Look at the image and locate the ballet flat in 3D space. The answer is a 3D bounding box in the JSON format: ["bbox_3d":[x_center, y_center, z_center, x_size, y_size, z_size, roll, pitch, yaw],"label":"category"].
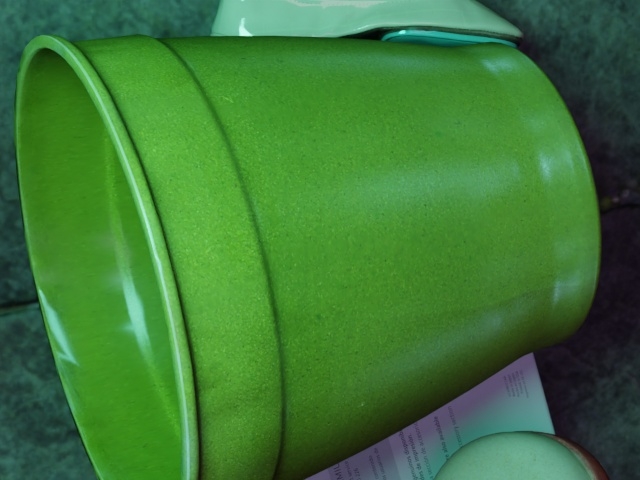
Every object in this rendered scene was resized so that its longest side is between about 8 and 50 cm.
[{"bbox_3d":[0.037,-0.179,1.412,0.248,0.086,0.086,-4,107,-13],"label":"ballet flat"}]

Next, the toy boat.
[{"bbox_3d":[0.157,0.262,1.417,0.151,0.151,0.231,9,106,-48],"label":"toy boat"}]

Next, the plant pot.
[{"bbox_3d":[0.000,0.000,1.325,0.353,0.366,0.366,-14,110,-20],"label":"plant pot"}]

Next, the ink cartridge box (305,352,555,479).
[{"bbox_3d":[0.067,0.242,1.514,0.272,0.130,0.309,-20,110,-9],"label":"ink cartridge box"}]
